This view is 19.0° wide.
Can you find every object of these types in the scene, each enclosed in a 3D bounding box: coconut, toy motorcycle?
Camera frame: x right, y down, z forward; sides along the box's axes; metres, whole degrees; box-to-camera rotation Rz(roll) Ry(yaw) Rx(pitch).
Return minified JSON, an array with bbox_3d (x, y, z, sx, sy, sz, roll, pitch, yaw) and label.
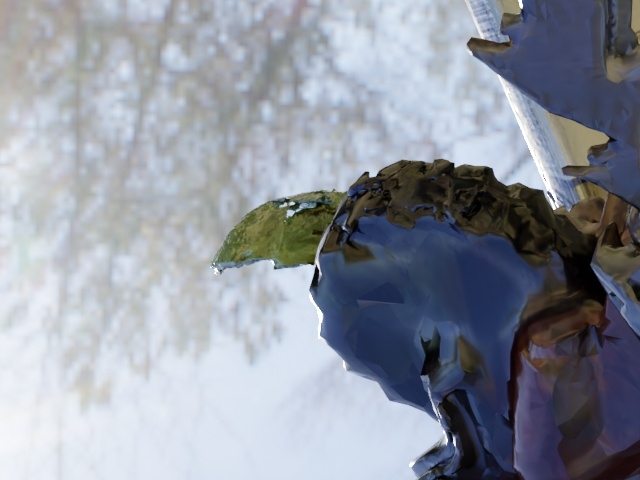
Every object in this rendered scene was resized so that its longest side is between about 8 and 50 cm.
[{"bbox_3d":[-0.003,-0.003,1.355,0.158,0.055,0.133,3,-148,22],"label":"coconut"},{"bbox_3d":[0.104,0.044,0.518,0.207,0.401,0.134,-3,-139,27],"label":"toy motorcycle"}]

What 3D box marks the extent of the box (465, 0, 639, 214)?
[{"bbox_3d":[0.235,-0.124,1.518,0.168,0.259,0.071,-25,-171,-15],"label":"box"}]
